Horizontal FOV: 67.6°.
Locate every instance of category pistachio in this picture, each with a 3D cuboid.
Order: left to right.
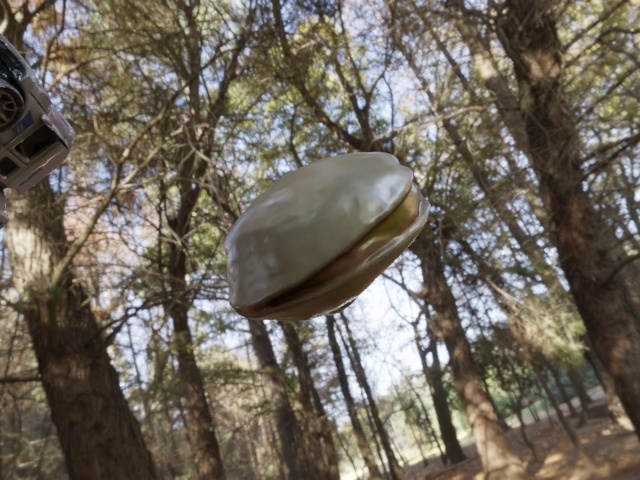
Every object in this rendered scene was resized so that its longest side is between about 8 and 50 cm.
[{"bbox_3d":[0.000,0.000,0.913,0.445,0.281,0.365,-28,19,28],"label":"pistachio"}]

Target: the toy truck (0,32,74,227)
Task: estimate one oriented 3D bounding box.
[{"bbox_3d":[-0.344,-0.052,0.401,0.268,0.124,0.155,-43,-18,-13],"label":"toy truck"}]
